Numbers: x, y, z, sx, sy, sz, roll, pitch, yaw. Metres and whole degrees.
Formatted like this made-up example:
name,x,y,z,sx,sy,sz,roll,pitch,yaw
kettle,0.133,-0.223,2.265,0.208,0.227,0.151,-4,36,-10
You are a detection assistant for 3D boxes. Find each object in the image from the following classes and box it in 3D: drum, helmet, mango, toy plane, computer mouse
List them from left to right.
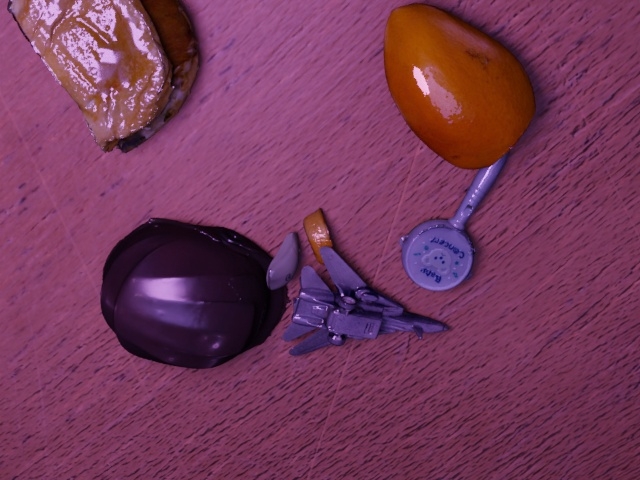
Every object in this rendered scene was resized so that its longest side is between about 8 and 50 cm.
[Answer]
name,x,y,z,sx,sy,sz,roll,pitch,yaw
helmet,-0.200,0.098,1.496,0.305,0.177,0.225,13,106,-3
computer mouse,-0.049,0.032,1.515,0.032,0.110,0.056,14,143,18
toy plane,0.083,0.127,1.550,0.267,0.088,0.212,14,117,-6
mango,0.187,-0.231,1.406,0.257,0.138,0.187,35,93,-17
drum,0.235,-0.023,1.521,0.130,0.049,0.253,43,103,-12

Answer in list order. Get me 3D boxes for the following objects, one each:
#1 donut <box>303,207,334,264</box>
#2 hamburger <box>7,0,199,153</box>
name,x,y,z,sx,sy,sz,roll,pitch,yaw
donut,0.000,0.000,1.539,0.037,0.067,0.083,-19,140,-1
hamburger,-0.296,-0.294,1.382,0.211,0.132,0.309,-27,107,8
